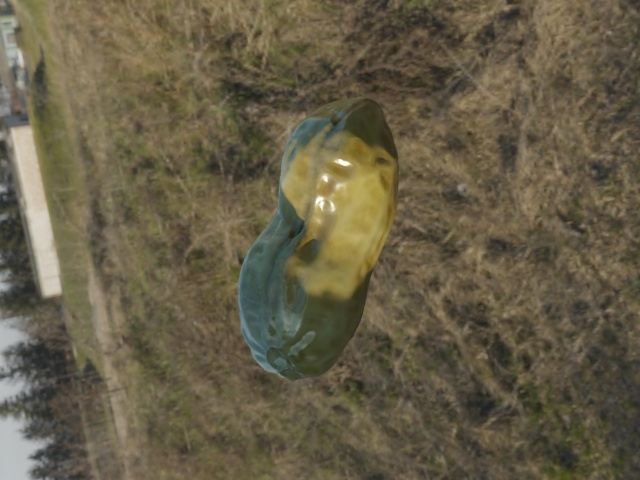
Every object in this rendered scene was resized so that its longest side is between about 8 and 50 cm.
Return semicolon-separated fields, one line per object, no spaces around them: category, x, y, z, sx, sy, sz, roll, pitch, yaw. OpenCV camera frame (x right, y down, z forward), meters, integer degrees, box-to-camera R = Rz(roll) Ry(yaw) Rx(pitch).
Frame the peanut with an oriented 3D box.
peanut;0.000;0.000;0.806;0.147;0.147;0.305;42;113;61
